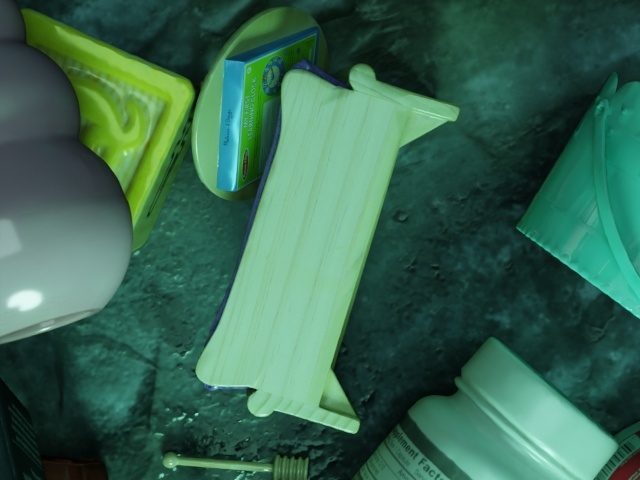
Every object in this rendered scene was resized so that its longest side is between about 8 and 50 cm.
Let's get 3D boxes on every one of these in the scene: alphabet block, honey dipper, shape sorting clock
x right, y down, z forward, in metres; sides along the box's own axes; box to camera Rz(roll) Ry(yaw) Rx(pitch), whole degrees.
[{"bbox_3d":[-0.238,-0.105,1.334,0.192,0.197,0.193,22,93,-1],"label":"alphabet block"},{"bbox_3d":[-0.093,0.243,1.440,0.161,0.030,0.030,6,93,3],"label":"honey dipper"},{"bbox_3d":[-0.060,-0.138,1.342,0.040,0.206,0.206,24,93,27],"label":"shape sorting clock"}]

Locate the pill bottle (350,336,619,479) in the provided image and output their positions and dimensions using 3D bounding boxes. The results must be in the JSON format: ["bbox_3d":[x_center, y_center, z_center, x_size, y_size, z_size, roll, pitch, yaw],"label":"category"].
[{"bbox_3d":[0.125,0.290,1.353,0.204,0.204,0.361,40,93,-2],"label":"pill bottle"}]

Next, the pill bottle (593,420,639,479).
[{"bbox_3d":[0.386,0.311,1.251,0.229,0.408,0.229,0,94,0],"label":"pill bottle"}]

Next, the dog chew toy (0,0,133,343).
[{"bbox_3d":[-0.290,-0.081,1.145,0.206,0.206,0.332,-18,85,1],"label":"dog chew toy"}]

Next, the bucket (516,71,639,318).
[{"bbox_3d":[0.344,-0.014,1.311,0.281,0.281,0.183,35,96,-2],"label":"bucket"}]

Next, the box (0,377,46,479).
[{"bbox_3d":[-0.357,0.343,1.103,0.293,0.212,0.395,-15,72,-7],"label":"box"}]

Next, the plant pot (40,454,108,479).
[{"bbox_3d":[-0.334,0.332,1.342,0.267,0.267,0.236,5,81,0],"label":"plant pot"}]

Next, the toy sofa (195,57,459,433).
[{"bbox_3d":[0.000,0.000,1.360,0.177,0.150,0.362,16,94,-5],"label":"toy sofa"}]
